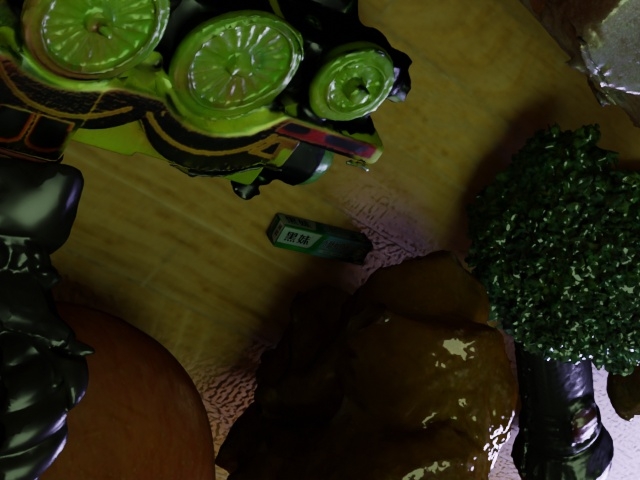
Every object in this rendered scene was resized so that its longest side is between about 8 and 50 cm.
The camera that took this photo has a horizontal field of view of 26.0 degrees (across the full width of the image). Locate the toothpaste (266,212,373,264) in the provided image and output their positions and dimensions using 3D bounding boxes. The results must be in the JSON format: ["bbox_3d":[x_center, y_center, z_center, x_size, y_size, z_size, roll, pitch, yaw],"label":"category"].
[{"bbox_3d":[0.000,0.000,1.017,0.083,0.017,0.020,12,120,-36],"label":"toothpaste"}]

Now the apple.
[{"bbox_3d":[-0.190,0.173,0.926,0.251,0.206,0.272,16,116,-41],"label":"apple"}]

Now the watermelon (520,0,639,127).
[{"bbox_3d":[0.245,-0.122,0.910,0.305,0.224,0.180,37,63,-44],"label":"watermelon"}]

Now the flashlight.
[{"bbox_3d":[0.205,0.125,1.187,0.093,0.093,0.232,-22,133,-11],"label":"flashlight"}]

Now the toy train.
[{"bbox_3d":[-0.082,-0.106,0.829,0.296,0.100,0.160,14,126,-37],"label":"toy train"}]

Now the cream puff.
[{"bbox_3d":[0.041,0.130,1.014,0.155,0.241,0.269,22,88,-38],"label":"cream puff"}]

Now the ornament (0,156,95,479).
[{"bbox_3d":[-0.253,0.080,0.765,0.251,0.106,0.260,3,84,-11],"label":"ornament"}]

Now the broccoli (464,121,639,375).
[{"bbox_3d":[0.227,-0.006,1.051,0.194,0.220,0.194,-39,140,-44],"label":"broccoli"}]

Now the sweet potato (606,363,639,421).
[{"bbox_3d":[0.362,0.059,1.232,0.273,0.075,0.075,-41,135,2],"label":"sweet potato"}]
